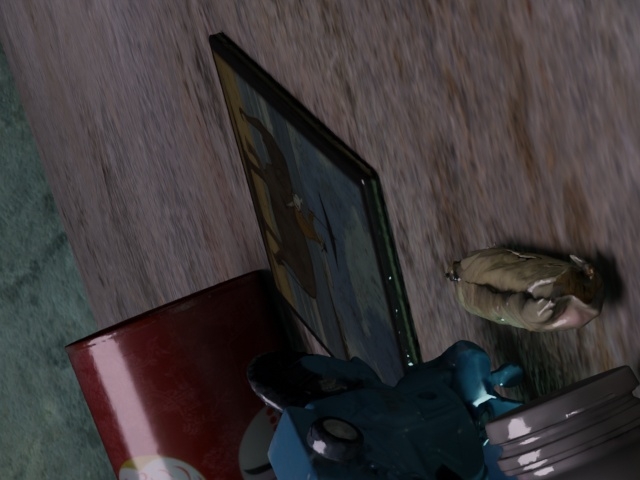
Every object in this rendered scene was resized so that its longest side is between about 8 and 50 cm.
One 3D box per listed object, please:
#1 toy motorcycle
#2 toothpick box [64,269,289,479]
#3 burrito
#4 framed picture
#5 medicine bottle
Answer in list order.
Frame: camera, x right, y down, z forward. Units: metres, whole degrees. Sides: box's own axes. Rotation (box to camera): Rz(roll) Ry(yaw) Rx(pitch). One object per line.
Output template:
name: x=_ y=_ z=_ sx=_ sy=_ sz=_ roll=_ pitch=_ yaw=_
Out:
toy motorcycle: x=0.064 y=0.147 z=1.101 sx=0.272 sy=0.182 sz=0.123 roll=-117 pitch=42 yaw=-57
toothpick box: x=-0.091 y=0.218 z=1.812 sx=0.204 sy=0.204 sz=0.333 roll=169 pitch=80 yaw=-77
burrito: x=0.111 y=0.028 z=1.040 sx=0.041 sy=0.045 sz=0.185 roll=62 pitch=172 yaw=-8
framed picture: x=0.000 y=0.000 z=1.511 sx=0.347 sy=0.016 sz=0.265 roll=-134 pitch=26 yaw=-57
medicine bottle: x=0.154 y=0.165 z=0.944 sx=0.107 sy=0.107 sz=0.191 roll=139 pitch=109 yaw=-76
